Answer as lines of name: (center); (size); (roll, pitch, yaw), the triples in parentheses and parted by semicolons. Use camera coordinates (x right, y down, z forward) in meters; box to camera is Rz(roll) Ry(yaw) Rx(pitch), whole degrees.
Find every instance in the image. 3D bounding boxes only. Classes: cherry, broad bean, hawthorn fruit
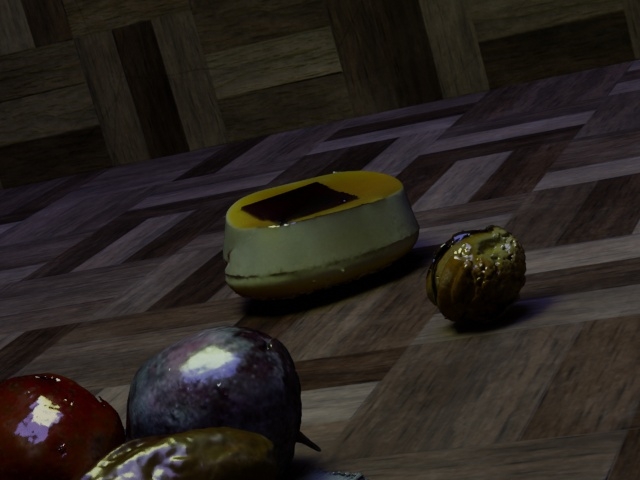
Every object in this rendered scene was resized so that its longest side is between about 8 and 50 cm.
cherry: (-0.106, 0.176, 1.607); (0.195, 0.195, 0.195); (-15, 13, 4)
broad bean: (-0.140, 0.248, 1.451); (0.228, 0.156, 0.122); (-16, 52, -20)
hawthorn fruit: (-0.272, 0.241, 1.622); (0.181, 0.181, 0.235); (-22, 34, -27)

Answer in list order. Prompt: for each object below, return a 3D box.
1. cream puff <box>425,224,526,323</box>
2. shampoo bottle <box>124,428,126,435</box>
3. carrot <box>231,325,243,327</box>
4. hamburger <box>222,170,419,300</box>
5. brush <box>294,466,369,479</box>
cream puff: (0.197, 0.047, 1.955); (0.133, 0.119, 0.104); (-28, 36, -4)
shampoo bottle: (-0.288, 0.238, 1.826); (0.214, 0.072, 0.072); (-5, 17, 38)
carrot: (-0.137, 0.173, 1.952); (0.059, 0.059, 0.248); (-10, 18, 23)
hamburger: (0.000, 0.000, 2.311); (0.295, 0.151, 0.227); (-12, 17, -16)
brush: (-0.092, 0.291, 1.499); (0.314, 0.017, 0.090); (-26, 14, -36)
